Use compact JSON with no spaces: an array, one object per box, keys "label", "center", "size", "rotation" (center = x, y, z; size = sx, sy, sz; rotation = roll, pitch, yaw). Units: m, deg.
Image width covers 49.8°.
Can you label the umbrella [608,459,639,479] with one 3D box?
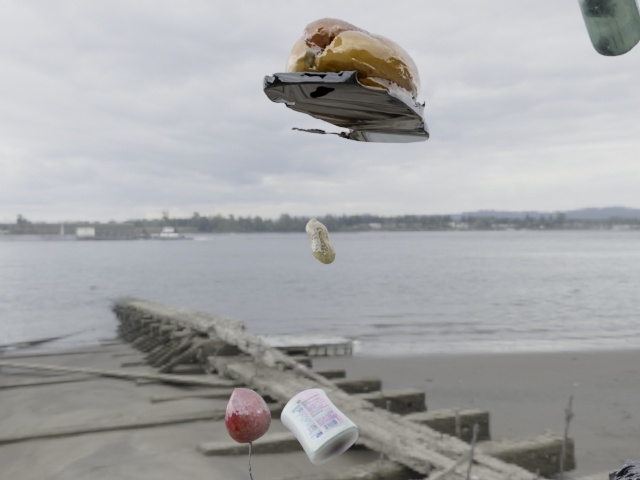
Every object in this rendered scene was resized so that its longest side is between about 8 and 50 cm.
[{"label":"umbrella","center":[0.573,0.579,1.273],"size":[0.118,0.340,0.118],"rotation":[14,-14,4]}]

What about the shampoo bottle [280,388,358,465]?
[{"label":"shampoo bottle","center":[-0.006,0.237,0.901],"size":[0.072,0.043,0.099],"rotation":[-29,41,-20]}]

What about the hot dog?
[{"label":"hot dog","center":[0.042,-0.215,0.926],"size":[0.194,0.107,0.326],"rotation":[0,-4,13]}]

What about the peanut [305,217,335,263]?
[{"label":"peanut","center":[0.000,0.000,1.095],"size":[0.037,0.083,0.037],"rotation":[-13,-29,-7]}]

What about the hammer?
[{"label":"hammer","center":[0.400,-0.343,0.963],"size":[0.069,0.116,0.194],"rotation":[-16,33,28]}]

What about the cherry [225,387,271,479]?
[{"label":"cherry","center":[-0.143,0.428,1.505],"size":[0.090,0.226,0.107],"rotation":[-19,1,31]}]
